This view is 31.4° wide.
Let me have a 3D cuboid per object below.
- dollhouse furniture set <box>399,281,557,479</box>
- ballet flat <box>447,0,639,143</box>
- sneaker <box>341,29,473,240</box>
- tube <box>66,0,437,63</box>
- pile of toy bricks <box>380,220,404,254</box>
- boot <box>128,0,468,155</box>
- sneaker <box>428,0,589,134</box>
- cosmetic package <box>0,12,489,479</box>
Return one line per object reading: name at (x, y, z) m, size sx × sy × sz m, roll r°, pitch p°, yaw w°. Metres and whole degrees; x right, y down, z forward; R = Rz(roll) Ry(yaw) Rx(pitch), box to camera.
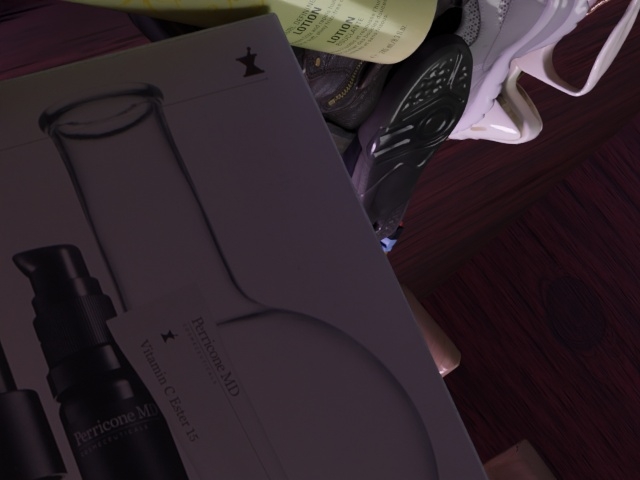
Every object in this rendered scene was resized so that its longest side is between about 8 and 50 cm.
dollhouse furniture set at (-0.112, 0.160, 0.744) m, size 0.362 × 0.394 × 0.256 m, roll -28°, pitch 167°, yaw -40°
ballet flat at (0.188, -0.168, 1.039) m, size 0.342 × 0.124 × 0.116 m, roll -43°, pitch 169°, yaw 33°
sneaker at (0.034, -0.100, 0.873) m, size 0.087 × 0.130 × 0.227 m, roll -20°, pitch 156°, yaw -26°
tube at (-0.052, -0.124, 0.503) m, size 0.240 × 0.062 × 0.070 m, roll 5°, pitch 102°, yaw -40°
pile of toy bricks at (0.000, 0.000, 1.151) m, size 0.105 × 0.118 × 0.212 m, roll -58°, pitch 165°, yaw 10°
boot at (0.023, -0.165, 0.661) m, size 0.229 × 0.091 × 0.263 m, roll -49°, pitch 161°, yaw 10°
sneaker at (0.098, -0.169, 0.908) m, size 0.115 × 0.105 × 0.281 m, roll 4°, pitch 159°, yaw -18°
cosmetic package at (-0.140, 0.092, 0.443) m, size 0.377 × 0.284 × 0.097 m, roll -19°, pitch 162°, yaw -20°
